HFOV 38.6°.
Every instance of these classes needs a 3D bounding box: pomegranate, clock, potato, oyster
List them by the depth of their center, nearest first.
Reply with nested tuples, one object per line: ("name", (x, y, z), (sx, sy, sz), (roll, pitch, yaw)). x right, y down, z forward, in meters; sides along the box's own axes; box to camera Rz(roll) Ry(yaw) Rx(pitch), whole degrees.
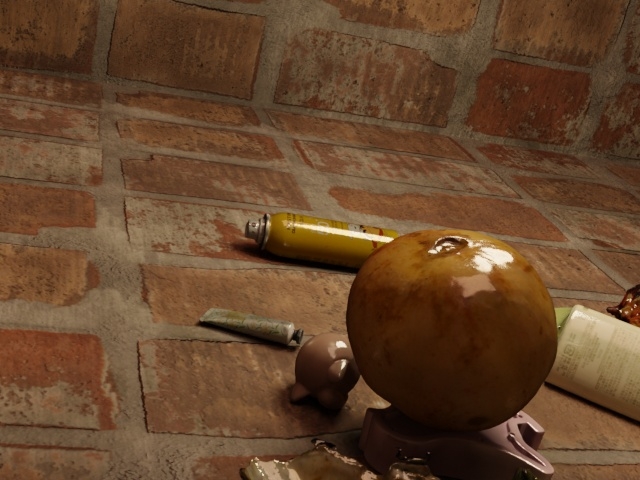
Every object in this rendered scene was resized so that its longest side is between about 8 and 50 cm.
("oyster", (0.053, 0.354, 1.243), (0.337, 0.133, 0.198), (8, 20, -20))
("pomegranate", (0.204, 0.149, 1.440), (0.338, 0.338, 0.338), (12, 22, -5))
("clock", (0.231, 0.331, 1.473), (0.290, 0.080, 0.275), (28, 26, 34))
("potato", (0.475, 0.209, 1.958), (0.120, 0.081, 0.149), (-7, 21, 44))

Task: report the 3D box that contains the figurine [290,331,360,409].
("figurine", (0.015, 0.220, 1.570), (0.125, 0.125, 0.138), (18, 32, 10))

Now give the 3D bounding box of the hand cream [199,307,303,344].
("hand cream", (-0.128, 0.159, 1.732), (0.194, 0.042, 0.067), (13, 23, 10))

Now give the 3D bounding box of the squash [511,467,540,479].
("squash", (0.301, 0.382, 1.317), (0.105, 0.132, 0.105), (10, 22, -4))

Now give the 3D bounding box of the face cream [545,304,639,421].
("face cream", (0.628, 0.262, 1.774), (0.348, 0.173, 0.081), (21, -13, 20))

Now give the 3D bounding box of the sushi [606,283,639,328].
("sushi", (0.754, 0.209, 1.943), (0.182, 0.196, 0.343), (-29, 15, 9))

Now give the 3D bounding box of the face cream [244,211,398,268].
("face cream", (0.000, 0.000, 2.105), (0.348, 0.105, 0.105), (9, 22, -11))
